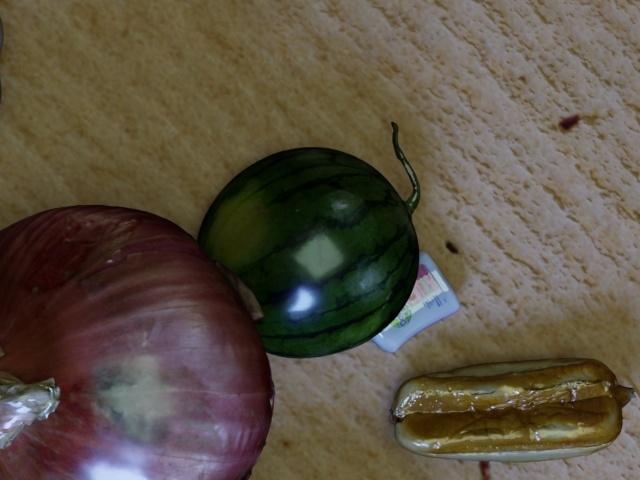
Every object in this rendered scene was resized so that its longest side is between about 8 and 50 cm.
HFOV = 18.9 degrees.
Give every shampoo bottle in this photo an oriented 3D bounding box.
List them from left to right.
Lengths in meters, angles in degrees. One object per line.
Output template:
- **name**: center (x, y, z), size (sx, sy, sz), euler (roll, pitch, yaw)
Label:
- **shampoo bottle**: center (0.080, 0.064, 1.903), size (0.099, 0.043, 0.072), euler (-33, 91, -9)

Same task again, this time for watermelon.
- **watermelon**: center (-0.006, 0.005, 1.835), size (0.232, 0.127, 0.204), euler (-17, 81, 0)

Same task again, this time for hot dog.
- **hot dog**: center (0.192, 0.171, 1.907), size (0.249, 0.076, 0.102), euler (-5, 73, -6)

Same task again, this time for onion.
- **onion**: center (-0.190, 0.143, 1.717), size (0.354, 0.353, 0.353), euler (0, 90, -11)

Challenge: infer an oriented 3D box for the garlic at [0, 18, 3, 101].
- **garlic**: center (-0.366, -0.166, 1.776), size (0.143, 0.178, 0.229), euler (8, 109, -41)
